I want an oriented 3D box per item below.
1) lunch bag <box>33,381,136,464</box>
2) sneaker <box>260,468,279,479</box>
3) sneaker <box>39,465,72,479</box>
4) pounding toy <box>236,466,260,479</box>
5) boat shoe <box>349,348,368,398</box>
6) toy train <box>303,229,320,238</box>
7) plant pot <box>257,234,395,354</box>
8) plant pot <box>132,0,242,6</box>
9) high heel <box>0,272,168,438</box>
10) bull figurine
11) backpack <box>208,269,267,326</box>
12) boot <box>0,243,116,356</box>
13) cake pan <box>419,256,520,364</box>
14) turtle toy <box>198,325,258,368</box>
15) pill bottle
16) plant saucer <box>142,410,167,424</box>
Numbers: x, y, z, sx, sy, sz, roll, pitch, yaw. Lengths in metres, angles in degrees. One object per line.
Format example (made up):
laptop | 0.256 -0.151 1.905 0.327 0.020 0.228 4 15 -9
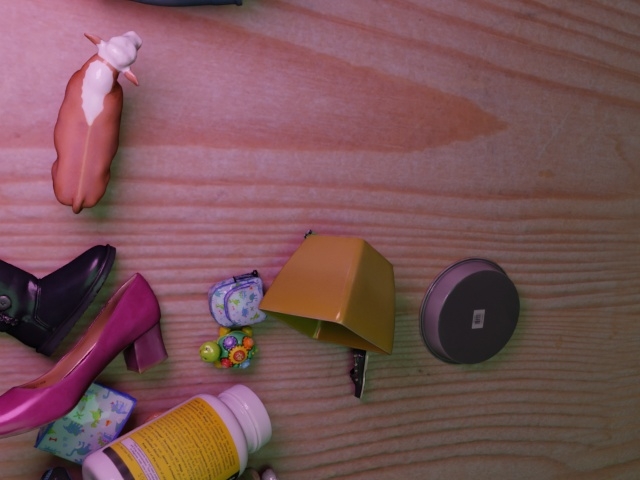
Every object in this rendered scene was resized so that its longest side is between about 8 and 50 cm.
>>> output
lunch bag | -0.452 0.343 1.079 0.129 0.096 0.151 33 98 -25
sneaker | -0.128 0.646 1.297 0.095 0.090 0.235 -5 103 -12
sneaker | -0.422 0.552 1.121 0.125 0.139 0.341 -21 140 25
pounding toy | -0.140 0.622 1.225 0.155 0.154 0.269 -10 67 -44
boat shoe | 0.091 0.318 1.333 0.042 0.049 0.132 5 109 4
toy train | 0.000 0.000 1.232 0.083 0.017 0.023 27 81 -26
plant pot | 0.037 0.102 1.153 0.212 0.212 0.187 37 64 -46
plant pot | -0.274 -0.497 0.878 0.255 0.271 0.271 -11 107 -5
high heel | -0.447 0.195 0.976 0.377 0.127 0.181 -25 105 -51
bull figurine | -0.381 -0.202 0.928 0.101 0.188 0.310 16 96 -26
backpack | -0.172 0.127 1.153 0.114 0.084 0.104 -12 104 -17
boot | -0.515 0.071 0.987 0.207 0.094 0.246 35 93 -29
cake pan | 0.391 0.190 1.422 0.293 0.054 0.293 -5 105 -21
turtle toy | -0.194 0.233 1.177 0.130 0.066 0.095 6 100 -24
pill bottle | -0.266 0.422 1.089 0.334 0.188 0.187 -23 112 -39
plant saucer | -0.339 0.405 1.186 0.084 0.013 0.083 -5 104 -22
